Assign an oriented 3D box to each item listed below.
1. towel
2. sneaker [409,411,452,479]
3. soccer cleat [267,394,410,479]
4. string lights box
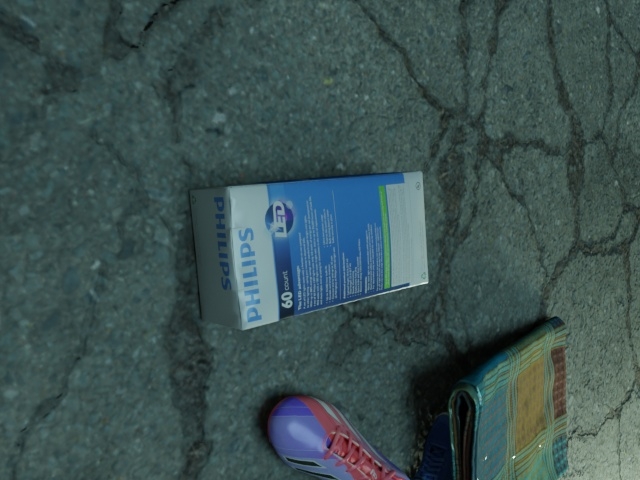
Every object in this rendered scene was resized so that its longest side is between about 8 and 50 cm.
[{"bbox_3d":[0.287,0.277,0.897,0.370,0.040,0.271,-12,101,-50],"label":"towel"},{"bbox_3d":[0.146,0.304,0.811,0.085,0.058,0.152,3,97,-48],"label":"sneaker"},{"bbox_3d":[0.039,0.253,0.696,0.248,0.095,0.083,50,63,-30],"label":"soccer cleat"},{"bbox_3d":[0.000,0.000,0.660,0.260,0.077,0.133,-9,98,-39],"label":"string lights box"}]
